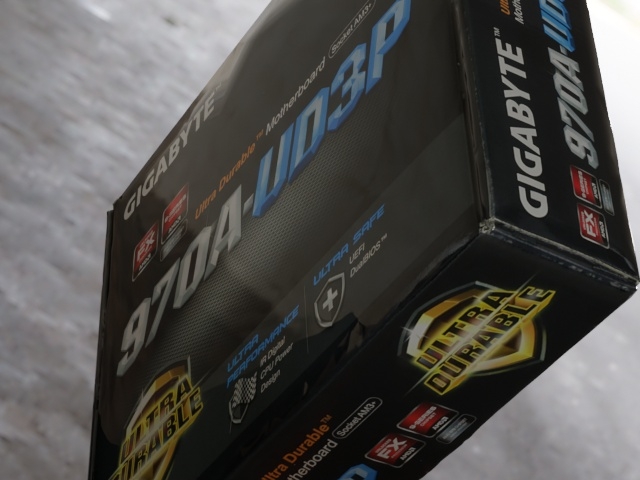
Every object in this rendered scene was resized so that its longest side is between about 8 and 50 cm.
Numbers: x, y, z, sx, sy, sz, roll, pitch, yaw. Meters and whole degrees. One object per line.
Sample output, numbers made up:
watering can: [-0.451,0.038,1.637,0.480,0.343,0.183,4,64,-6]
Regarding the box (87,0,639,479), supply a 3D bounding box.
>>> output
box: [0.000,0.000,0.549,0.051,0.220,0.175,21,44,-24]
